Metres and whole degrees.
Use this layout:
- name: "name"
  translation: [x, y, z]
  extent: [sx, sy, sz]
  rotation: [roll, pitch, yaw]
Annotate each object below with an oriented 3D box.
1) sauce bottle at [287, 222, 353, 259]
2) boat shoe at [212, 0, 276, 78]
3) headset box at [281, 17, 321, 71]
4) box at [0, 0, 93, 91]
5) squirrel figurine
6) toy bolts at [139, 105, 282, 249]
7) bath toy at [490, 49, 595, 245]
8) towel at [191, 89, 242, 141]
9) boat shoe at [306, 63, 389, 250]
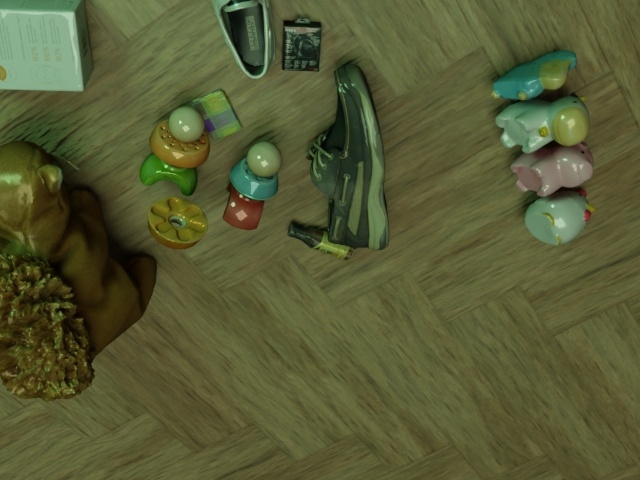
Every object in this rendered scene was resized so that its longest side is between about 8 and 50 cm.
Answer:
- name: "sauce bottle"
  translation: [0.000, 0.000, 1.502]
  extent: [0.128, 0.042, 0.042]
  rotation: [20, 120, -14]
- name: "boat shoe"
  translation: [-0.125, -0.376, 1.212]
  extent: [0.096, 0.088, 0.267]
  rotation: [-7, 124, 1]
- name: "headset box"
  translation: [-0.031, -0.319, 1.290]
  extent: [0.062, 0.032, 0.083]
  rotation: [0, 123, -5]
- name: "box"
  translation: [-0.452, -0.310, 1.234]
  extent: [0.171, 0.091, 0.130]
  rotation: [1, 124, -5]
- name: "squirrel figurine"
  translation: [-0.459, 0.044, 1.289]
  extent: [0.281, 0.396, 0.370]
  rotation: [-1, 133, 2]
- name: "toy bolts"
  translation: [-0.175, -0.103, 1.327]
  extent: [0.229, 0.218, 0.158]
  rotation: [12, 136, -20]
- name: "bath toy"
  translation: [0.411, -0.149, 1.385]
  extent: [0.129, 0.151, 0.348]
  rotation: [-37, 126, -22]
- name: "towel"
  translation: [-0.177, -0.215, 1.364]
  extent: [0.060, 0.009, 0.083]
  rotation: [-22, 123, 10]
- name: "boat shoe"
  translation: [0.043, -0.125, 1.368]
  extent: [0.130, 0.132, 0.355]
  rotation: [-8, 123, 1]
